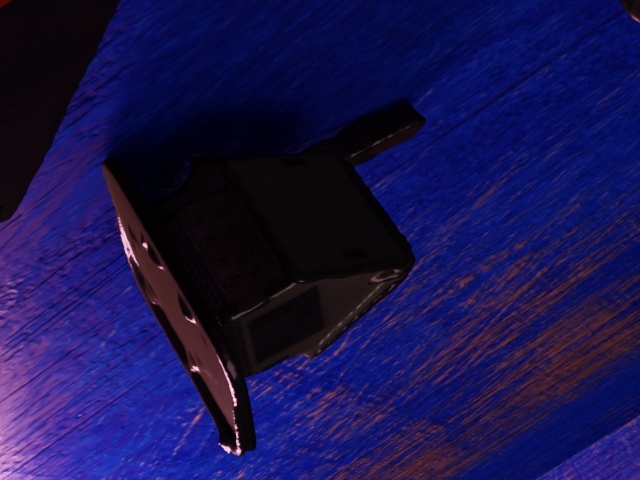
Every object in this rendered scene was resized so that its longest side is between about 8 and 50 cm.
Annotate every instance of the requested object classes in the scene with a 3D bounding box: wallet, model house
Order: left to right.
[{"bbox_3d":[-0.217,-0.077,0.787,0.124,0.025,0.244,-23,157,-47],"label":"wallet"},{"bbox_3d":[0.000,0.000,0.957,0.279,0.218,0.205,-26,154,-13],"label":"model house"}]

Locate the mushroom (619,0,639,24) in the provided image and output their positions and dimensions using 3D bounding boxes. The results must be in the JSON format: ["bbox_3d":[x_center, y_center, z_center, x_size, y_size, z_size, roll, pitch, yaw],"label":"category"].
[{"bbox_3d":[0.184,-0.222,0.708,0.344,0.247,0.130,32,107,-38],"label":"mushroom"}]

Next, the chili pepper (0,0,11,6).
[{"bbox_3d":[-0.267,-0.135,0.470,0.305,0.229,0.251,-34,168,11],"label":"chili pepper"}]
